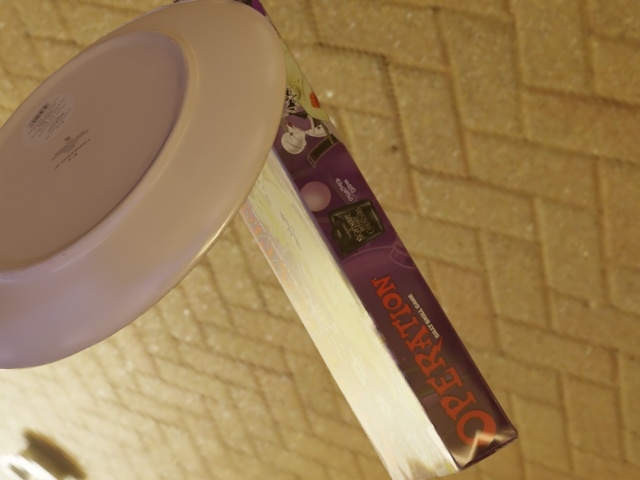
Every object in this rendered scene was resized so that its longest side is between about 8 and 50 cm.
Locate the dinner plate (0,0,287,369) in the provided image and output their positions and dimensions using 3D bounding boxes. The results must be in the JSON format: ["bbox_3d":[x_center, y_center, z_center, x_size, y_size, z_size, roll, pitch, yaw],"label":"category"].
[{"bbox_3d":[-0.072,-0.025,0.394,0.141,0.141,0.017,3,148,43],"label":"dinner plate"}]

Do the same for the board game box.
[{"bbox_3d":[0.000,0.000,0.855,0.346,0.056,0.208,60,171,9],"label":"board game box"}]
